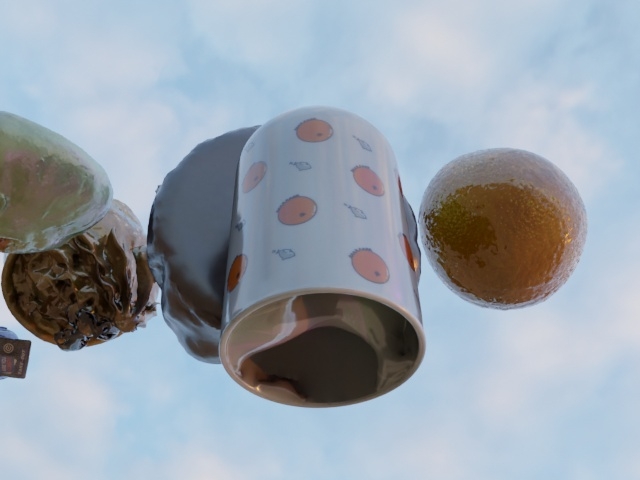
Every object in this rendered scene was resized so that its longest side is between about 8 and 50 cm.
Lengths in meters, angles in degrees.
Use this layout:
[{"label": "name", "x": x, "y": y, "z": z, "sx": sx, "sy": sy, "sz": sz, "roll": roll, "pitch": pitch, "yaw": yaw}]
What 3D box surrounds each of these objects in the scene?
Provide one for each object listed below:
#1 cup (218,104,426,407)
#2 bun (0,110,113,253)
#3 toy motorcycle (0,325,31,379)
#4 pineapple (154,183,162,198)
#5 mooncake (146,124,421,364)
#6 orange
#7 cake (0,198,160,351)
[{"label": "cup", "x": 0.000, "y": 0.000, "z": 0.949, "sx": 0.212, "sy": 0.317, "sz": 0.212, "roll": -1, "pitch": -42, "yaw": -1}, {"label": "bun", "x": -0.486, "y": -0.065, "z": 1.307, "sx": 0.293, "sy": 0.187, "sz": 0.293, "roll": 15, "pitch": -21, "yaw": 6}, {"label": "toy motorcycle", "x": -0.797, "y": 0.223, "z": 1.732, "sx": 0.358, "sy": 0.212, "sz": 0.125, "roll": 9, "pitch": -100, "yaw": -17}, {"label": "pineapple", "x": -0.221, "y": 0.013, "z": 1.466, "sx": 0.125, "sy": 0.125, "sz": 0.251, "roll": -2, "pitch": -73, "yaw": 15}, {"label": "mooncake", "x": -0.062, "y": 0.004, "z": 1.192, "sx": 0.381, "sy": 0.351, "sz": 0.212, "roll": 1, "pitch": -30, "yaw": -18}, {"label": "orange", "x": 0.295, "y": -0.021, "z": 1.357, "sx": 0.274, "sy": 0.274, "sz": 0.274, "roll": 6, "pitch": -61, "yaw": 11}, {"label": "cake", "x": -0.480, "y": 0.091, "z": 1.681, "sx": 0.332, "sy": 0.321, "sz": 0.332, "roll": -8, "pitch": -65, "yaw": -18}]
